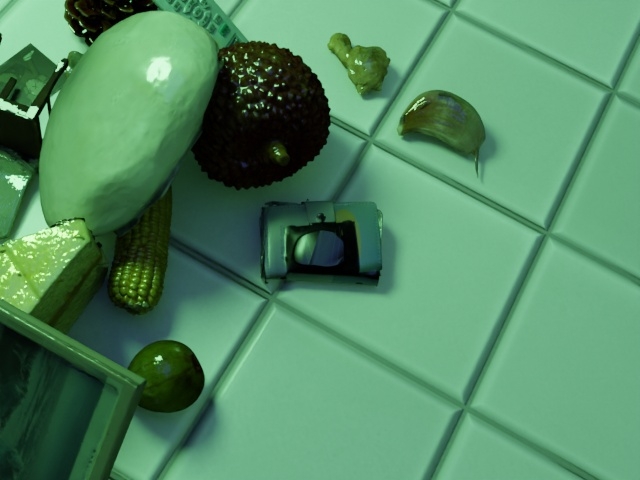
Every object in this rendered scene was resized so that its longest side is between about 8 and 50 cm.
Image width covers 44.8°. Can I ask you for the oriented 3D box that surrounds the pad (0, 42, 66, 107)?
[{"bbox_3d":[-0.609,-0.303,1.547,0.127,0.004,0.190,39,68,11],"label":"pad"}]

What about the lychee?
[{"bbox_3d":[-0.122,-0.231,1.425,0.275,0.276,0.304,-16,44,-13],"label":"lychee"}]

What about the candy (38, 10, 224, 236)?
[{"bbox_3d":[-0.358,-0.200,1.345,0.186,0.386,0.427,26,89,-36],"label":"candy"}]

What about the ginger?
[{"bbox_3d":[0.085,-0.385,1.627,0.096,0.067,0.165,-33,73,4],"label":"ginger"}]

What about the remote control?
[{"bbox_3d":[-0.245,-0.438,1.542,0.293,0.051,0.103,45,62,-31],"label":"remote control"}]

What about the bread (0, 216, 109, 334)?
[{"bbox_3d":[-0.474,0.058,1.261,0.198,0.263,0.236,39,71,5],"label":"bread"}]

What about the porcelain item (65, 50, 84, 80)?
[{"bbox_3d":[-0.391,-0.333,1.549,0.215,0.069,0.081,0,54,-5],"label":"porcelain item"}]

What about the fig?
[{"bbox_3d":[-0.304,0.259,1.296,0.236,0.124,0.124,-34,73,6],"label":"fig"}]

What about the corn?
[{"bbox_3d":[-0.316,-0.013,1.402,0.102,0.102,0.313,6,62,-4],"label":"corn"}]

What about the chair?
[{"bbox_3d":[-0.582,-0.187,1.404,0.160,0.186,0.319,21,63,-3],"label":"chair"}]

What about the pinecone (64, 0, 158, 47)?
[{"bbox_3d":[-0.412,-0.480,1.547,0.207,0.208,0.208,2,66,-5],"label":"pinecone"}]

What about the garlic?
[{"bbox_3d":[0.264,-0.228,1.581,0.198,0.090,0.128,31,82,0],"label":"garlic"}]

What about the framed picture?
[{"bbox_3d":[-0.459,0.310,1.115,0.326,0.028,0.446,26,107,10],"label":"framed picture"}]

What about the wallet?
[{"bbox_3d":[0.000,0.000,1.449,0.231,0.069,0.170,2,71,-4],"label":"wallet"}]
